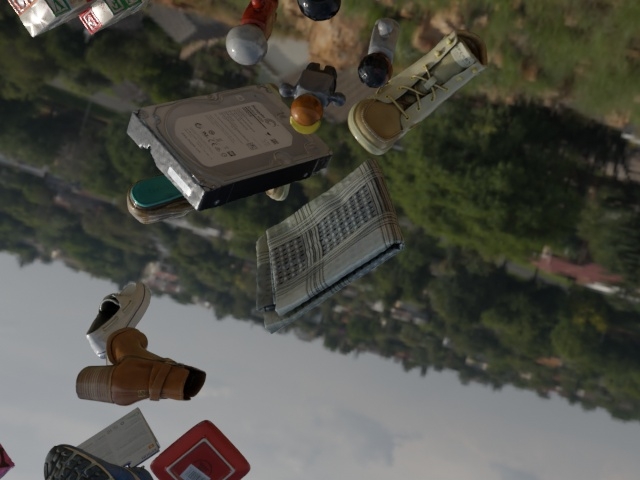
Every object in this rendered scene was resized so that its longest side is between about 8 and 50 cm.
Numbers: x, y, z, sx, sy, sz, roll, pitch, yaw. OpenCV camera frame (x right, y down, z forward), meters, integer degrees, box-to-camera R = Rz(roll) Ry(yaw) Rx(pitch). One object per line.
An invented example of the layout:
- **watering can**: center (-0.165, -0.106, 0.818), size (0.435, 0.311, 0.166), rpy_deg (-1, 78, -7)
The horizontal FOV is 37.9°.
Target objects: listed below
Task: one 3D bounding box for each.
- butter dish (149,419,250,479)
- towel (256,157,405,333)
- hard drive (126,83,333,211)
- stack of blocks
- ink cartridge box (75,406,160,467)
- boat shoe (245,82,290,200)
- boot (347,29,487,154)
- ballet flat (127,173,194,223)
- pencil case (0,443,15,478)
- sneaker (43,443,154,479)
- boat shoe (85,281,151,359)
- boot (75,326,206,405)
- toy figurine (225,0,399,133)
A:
- **butter dish**: center (-0.254, 0.452, 1.940), size (0.160, 0.160, 0.118), rpy_deg (51, 178, -19)
- **towel**: center (0.000, 0.000, 1.805), size (0.056, 0.324, 0.312), rpy_deg (45, -161, -31)
- **hard drive**: center (-0.167, -0.190, 1.797), size (0.339, 0.064, 0.237), rpy_deg (-20, -122, -44)
- **stack of blocks**: center (-0.451, -0.491, 1.781), size (0.087, 0.297, 0.171), rpy_deg (-23, 105, 41)
- **ink cartridge box**: center (-0.533, 0.564, 2.438), size (0.224, 0.223, 0.045), rpy_deg (41, 160, 57)
- **boat shoe**: center (-0.136, -0.235, 2.264), size (0.089, 0.285, 0.104), rpy_deg (-12, -171, -30)
- **boot**: center (0.166, -0.249, 1.537), size (0.203, 0.095, 0.262), rpy_deg (-35, -177, 35)
- **ballet flat**: center (-0.262, -0.113, 2.066), size (0.342, 0.116, 0.124), rpy_deg (-22, 157, -20)
- **pencil case**: center (-0.683, 0.381, 1.783), size (0.209, 0.098, 0.095), rpy_deg (50, -173, 7)
- **sneaker**: center (-0.432, 0.530, 1.950), size (0.330, 0.130, 0.147), rpy_deg (39, -175, -14)
- **boat shoe**: center (-0.486, 0.169, 2.216), size (0.096, 0.267, 0.088), rpy_deg (-18, 118, 26)
- **boot**: center (-0.335, 0.251, 1.871), size (0.220, 0.109, 0.283), rpy_deg (0, -171, 10)
- **toy figurine**: center (-0.004, -0.281, 1.328), size (0.213, 0.148, 0.209), rpy_deg (-23, 120, 30)
